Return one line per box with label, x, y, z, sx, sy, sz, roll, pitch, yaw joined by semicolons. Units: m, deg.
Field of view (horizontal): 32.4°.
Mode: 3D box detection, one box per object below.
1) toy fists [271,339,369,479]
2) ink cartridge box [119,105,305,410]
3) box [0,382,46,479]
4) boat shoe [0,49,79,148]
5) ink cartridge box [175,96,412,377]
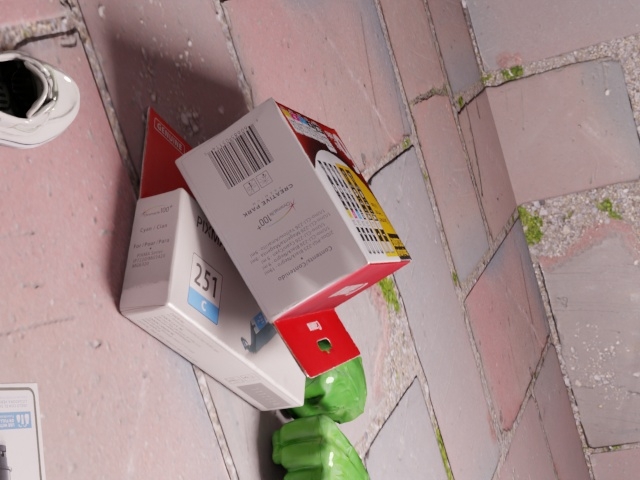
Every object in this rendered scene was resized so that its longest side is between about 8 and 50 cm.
toy fists;-0.002;0.222;1.362;0.142;0.096;0.279;60;26;-55
ink cartridge box;-0.106;0.022;1.259;0.296;0.066;0.261;46;39;-51
box;-0.265;0.246;0.754;0.169;0.087;0.290;17;63;-64
boat shoe;-0.264;-0.122;0.957;0.226;0.075;0.083;-28;105;-66
ink cartridge box;0.000;0.000;1.268;0.272;0.130;0.309;60;11;6
